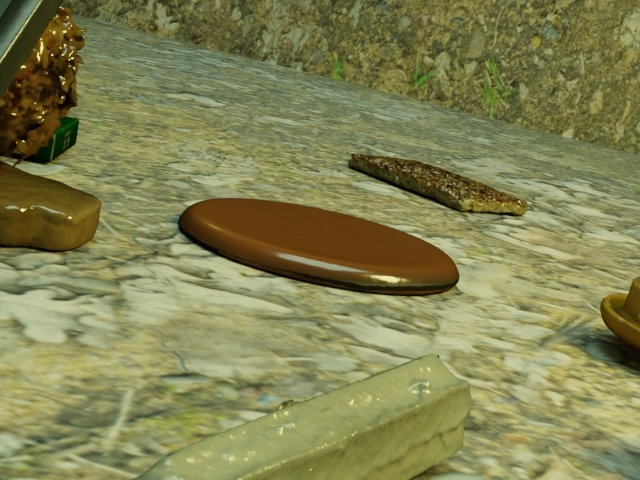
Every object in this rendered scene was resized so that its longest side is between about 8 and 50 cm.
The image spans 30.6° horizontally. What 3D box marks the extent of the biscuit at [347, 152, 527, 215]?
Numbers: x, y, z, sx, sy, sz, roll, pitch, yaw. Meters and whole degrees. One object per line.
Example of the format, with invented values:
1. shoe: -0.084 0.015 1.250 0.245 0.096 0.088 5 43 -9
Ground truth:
1. biscuit: 0.149 -0.076 1.515 0.131 0.025 0.231 3 16 -41

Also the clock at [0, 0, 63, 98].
1. clock: -0.345 -0.121 0.795 0.279 0.049 0.273 15 57 12

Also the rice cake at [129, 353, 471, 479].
1. rice cake: -0.004 0.094 0.509 0.057 0.052 0.256 -15 -3 30

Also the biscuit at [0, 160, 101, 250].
1. biscuit: -0.321 -0.053 0.887 0.319 0.047 0.183 17 10 28

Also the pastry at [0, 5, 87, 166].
1. pastry: -0.325 -0.186 0.998 0.275 0.275 0.193 17 57 20

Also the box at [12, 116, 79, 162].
1. box: -0.373 -0.125 1.185 0.235 0.034 0.132 12 12 -4

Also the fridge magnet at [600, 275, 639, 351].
1. fridge magnet: 0.286 0.067 0.899 0.143 0.063 0.143 15 13 -4

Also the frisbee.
1. frisbee: 0.000 0.000 1.025 0.250 0.021 0.251 11 11 -2
